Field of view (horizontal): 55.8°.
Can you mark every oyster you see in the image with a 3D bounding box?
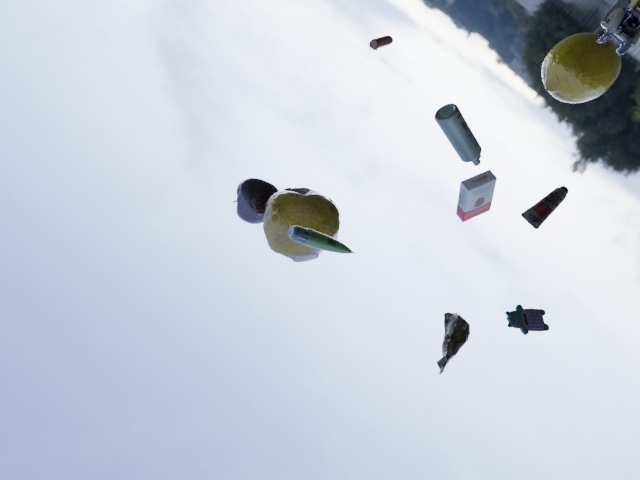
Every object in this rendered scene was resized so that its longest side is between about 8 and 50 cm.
[{"bbox_3d":[0.496,0.388,2.284,0.094,0.166,0.294,26,-121,-3],"label":"oyster"}]

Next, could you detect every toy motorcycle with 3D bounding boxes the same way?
[{"bbox_3d":[0.764,-0.552,1.508,0.091,0.157,0.263,34,-149,1],"label":"toy motorcycle"}]

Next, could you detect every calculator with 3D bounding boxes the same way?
[{"bbox_3d":[0.613,0.234,1.795,0.141,0.019,0.094,3,-118,-16],"label":"calculator"}]

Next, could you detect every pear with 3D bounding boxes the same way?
[{"bbox_3d":[-0.064,-0.063,2.036,0.271,0.271,0.271,27,-148,-18],"label":"pear"}]

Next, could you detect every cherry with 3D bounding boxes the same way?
[{"bbox_3d":[-0.227,-0.137,2.179,0.176,0.176,0.140,31,-163,-11],"label":"cherry"}]

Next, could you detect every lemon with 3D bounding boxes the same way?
[{"bbox_3d":[0.886,-0.587,2.058,0.236,0.236,0.263,42,-130,9],"label":"lemon"}]

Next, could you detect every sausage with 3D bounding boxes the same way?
[{"bbox_3d":[0.260,-0.819,2.498,0.050,0.048,0.145,31,-141,26],"label":"sausage"}]

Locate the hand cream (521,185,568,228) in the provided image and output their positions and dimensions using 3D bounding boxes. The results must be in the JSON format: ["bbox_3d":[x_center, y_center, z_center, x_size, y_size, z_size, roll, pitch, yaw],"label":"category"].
[{"bbox_3d":[0.830,-0.129,2.220,0.234,0.050,0.080,-37,-106,-26],"label":"hand cream"}]

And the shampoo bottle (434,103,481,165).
[{"bbox_3d":[0.488,-0.352,2.087,0.262,0.085,0.085,47,-159,-35],"label":"shampoo bottle"}]

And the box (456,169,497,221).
[{"bbox_3d":[0.459,-0.130,1.787,0.100,0.152,0.048,-21,-123,-9],"label":"box"}]

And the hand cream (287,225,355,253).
[{"bbox_3d":[0.000,0.000,1.591,0.175,0.046,0.095,15,-176,-21],"label":"hand cream"}]
